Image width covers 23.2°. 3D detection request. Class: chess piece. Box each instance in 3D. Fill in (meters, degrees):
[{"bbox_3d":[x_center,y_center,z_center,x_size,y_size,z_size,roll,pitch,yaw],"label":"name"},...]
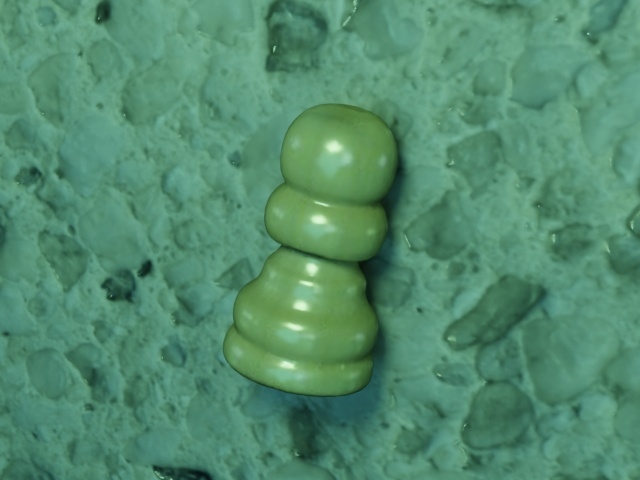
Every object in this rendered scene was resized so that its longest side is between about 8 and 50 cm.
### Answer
[{"bbox_3d":[0.000,0.000,1.666,0.167,0.167,0.300,16,107,17],"label":"chess piece"}]
